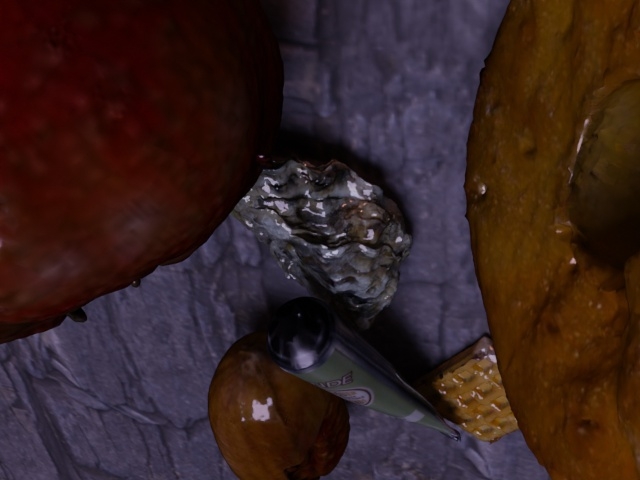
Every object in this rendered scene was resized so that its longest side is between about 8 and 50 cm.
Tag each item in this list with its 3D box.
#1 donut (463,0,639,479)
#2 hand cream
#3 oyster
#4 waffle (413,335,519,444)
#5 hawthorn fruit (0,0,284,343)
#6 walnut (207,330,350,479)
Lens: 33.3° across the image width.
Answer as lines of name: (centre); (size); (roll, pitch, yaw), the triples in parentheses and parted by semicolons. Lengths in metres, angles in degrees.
donut: (0.170, -0.028, 0.482); (0.110, 0.303, 0.303); (2, 144, -15)
hand cream: (0.031, 0.106, 0.814); (0.086, 0.055, 0.235); (23, 168, 36)
oyster: (0.000, 0.000, 0.747); (0.177, 0.064, 0.125); (33, 153, -23)
waffle: (0.139, 0.117, 0.847); (0.092, 0.021, 0.135); (32, 140, -12)
hawthorn fruit: (-0.191, -0.117, 0.556); (0.284, 0.285, 0.369); (-20, 116, 40)
walnut: (-0.033, 0.152, 0.902); (0.115, 0.116, 0.207); (10, 140, 16)
